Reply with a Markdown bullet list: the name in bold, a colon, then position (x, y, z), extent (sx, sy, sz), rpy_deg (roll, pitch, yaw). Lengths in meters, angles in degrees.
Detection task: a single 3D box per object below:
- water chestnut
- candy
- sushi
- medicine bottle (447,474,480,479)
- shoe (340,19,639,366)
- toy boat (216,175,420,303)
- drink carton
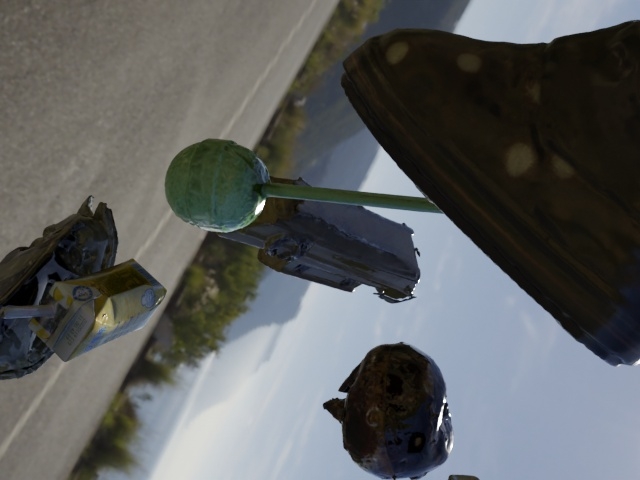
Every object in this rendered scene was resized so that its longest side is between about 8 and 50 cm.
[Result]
- **water chestnut**: position (0.133, 0.356, 1.899), extent (0.300, 0.300, 0.300), rpy_deg (-63, -178, 5)
- **candy**: position (0.023, -0.054, 1.092), extent (0.119, 0.440, 0.119), rpy_deg (5, 90, -75)
- **sushi**: position (-0.322, 0.058, 1.089), extent (0.134, 0.109, 0.273), rpy_deg (-15, -155, 30)
- **medicine bottle**: position (0.258, 0.533, 1.699), extent (0.119, 0.069, 0.183), rpy_deg (-113, -151, -69)
- **shoe**: position (0.205, -0.096, 0.800), extent (0.237, 0.384, 0.171), rpy_deg (-47, 158, 9)
- **toy boat**: position (0.000, 0.000, 1.450), extent (0.162, 0.445, 0.136), rpy_deg (-29, -120, 29)
- **drink carton**: position (-0.248, 0.075, 0.971), extent (0.084, 0.074, 0.200), rpy_deg (-50, 170, 21)
